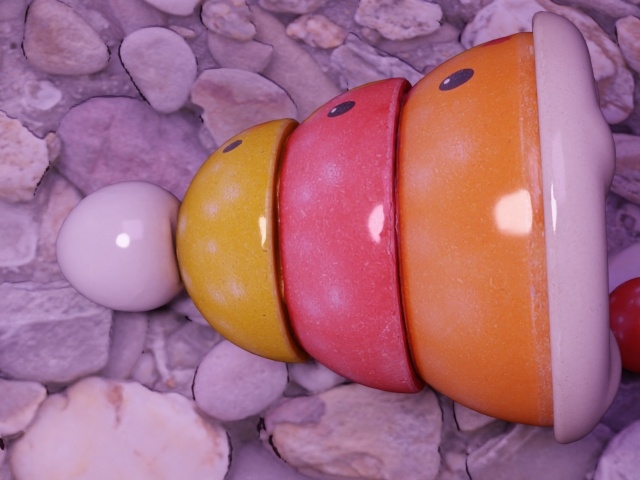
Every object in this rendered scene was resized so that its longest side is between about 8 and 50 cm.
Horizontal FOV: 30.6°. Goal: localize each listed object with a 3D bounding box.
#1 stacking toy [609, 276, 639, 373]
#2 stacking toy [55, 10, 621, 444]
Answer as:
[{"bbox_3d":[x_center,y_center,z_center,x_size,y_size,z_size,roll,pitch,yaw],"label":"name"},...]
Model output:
[{"bbox_3d":[0.400,0.134,1.032,0.330,0.141,0.141,30,59,19],"label":"stacking toy"},{"bbox_3d":[0.000,0.000,0.991,0.480,0.350,0.350,-3,57,10],"label":"stacking toy"}]
